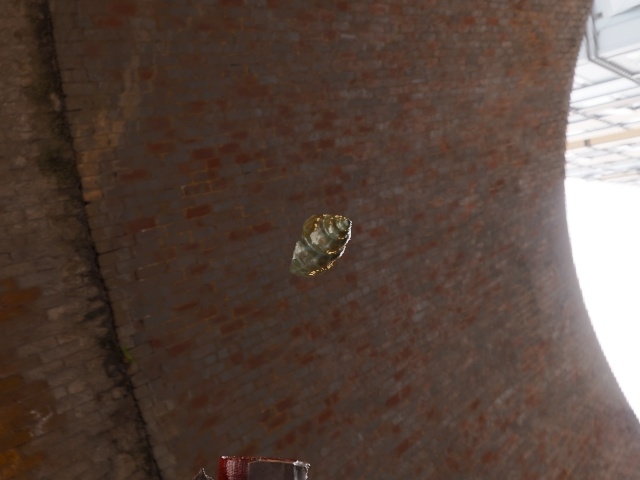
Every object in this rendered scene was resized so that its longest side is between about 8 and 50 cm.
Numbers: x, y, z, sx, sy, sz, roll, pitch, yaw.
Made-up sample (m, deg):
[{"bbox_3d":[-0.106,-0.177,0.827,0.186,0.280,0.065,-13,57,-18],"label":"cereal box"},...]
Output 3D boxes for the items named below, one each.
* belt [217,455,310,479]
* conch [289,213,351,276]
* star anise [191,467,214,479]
[{"bbox_3d":[-0.127,0.541,1.359,0.200,0.128,0.124,5,-105,-6],"label":"belt"},{"bbox_3d":[0.002,0.010,1.280,0.173,0.106,0.116,-59,-25,12],"label":"conch"},{"bbox_3d":[-0.226,0.565,1.261,0.073,0.197,0.212,-17,-91,-19],"label":"star anise"}]
